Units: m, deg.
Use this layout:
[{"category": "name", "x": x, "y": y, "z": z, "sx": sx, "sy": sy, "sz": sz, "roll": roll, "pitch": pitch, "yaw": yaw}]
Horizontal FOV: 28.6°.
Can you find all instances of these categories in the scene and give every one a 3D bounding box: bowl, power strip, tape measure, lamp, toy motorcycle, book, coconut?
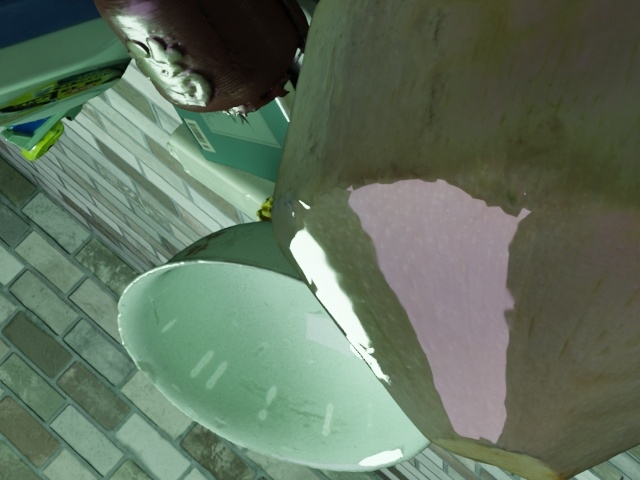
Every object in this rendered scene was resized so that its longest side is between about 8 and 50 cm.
[{"category": "bowl", "x": -0.029, "y": 0.100, "z": 1.639, "sx": 0.434, "sy": 0.196, "sz": 0.435, "roll": 14, "pitch": 142, "yaw": 11}, {"category": "power strip", "x": -0.099, "y": -0.077, "z": 1.855, "sx": 0.338, "sy": 0.058, "sz": 0.098, "roll": 35, "pitch": 163, "yaw": 30}, {"category": "tape measure", "x": -0.371, "y": -0.246, "z": 1.613, "sx": 0.262, "sy": 0.259, "sz": 0.138, "roll": 153, "pitch": 97, "yaw": -73}, {"category": "lamp", "x": -0.115, "y": -0.234, "z": 1.211, "sx": 0.180, "sy": 0.180, "sz": 0.258, "roll": 28, "pitch": 159, "yaw": 47}, {"category": "toy motorcycle", "x": -0.536, "y": -0.275, "z": 2.237, "sx": 0.191, "sy": 0.200, "sz": 0.326, "roll": 44, "pitch": 177, "yaw": -3}, {"category": "book", "x": -0.118, "y": -0.182, "z": 1.580, "sx": 0.379, "sy": 0.031, "sz": 0.264, "roll": 21, "pitch": 146, "yaw": 57}, {"category": "coconut", "x": 0.143, "y": -0.030, "z": 0.747, "sx": 0.352, "sy": 0.352, "sz": 0.353, "roll": 40, "pitch": 166, "yaw": 12}]

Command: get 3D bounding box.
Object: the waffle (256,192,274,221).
[{"category": "waffle", "x": 0.001, "y": -0.003, "z": 1.704, "sx": 0.194, "sy": 0.051, "sz": 0.149, "roll": 15, "pitch": 142, "yaw": 12}]
